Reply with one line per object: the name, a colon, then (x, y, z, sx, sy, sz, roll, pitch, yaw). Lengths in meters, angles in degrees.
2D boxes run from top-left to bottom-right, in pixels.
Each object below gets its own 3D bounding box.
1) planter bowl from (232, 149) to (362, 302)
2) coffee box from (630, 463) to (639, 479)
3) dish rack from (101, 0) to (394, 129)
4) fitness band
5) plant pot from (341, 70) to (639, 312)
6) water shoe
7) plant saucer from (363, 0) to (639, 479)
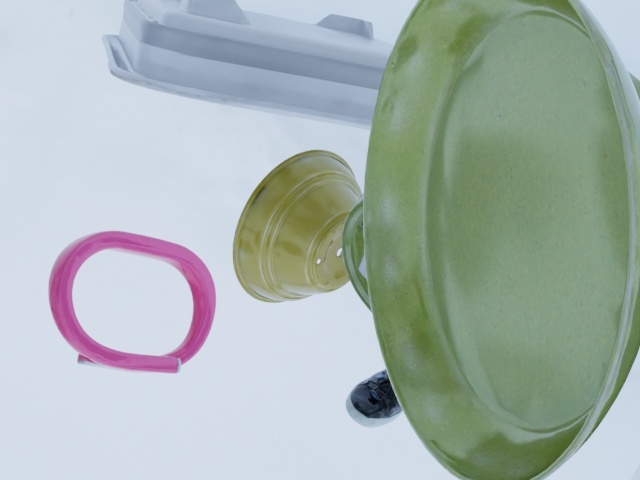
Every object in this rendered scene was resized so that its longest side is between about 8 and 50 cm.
planter bowl: (0.000, 0.000, 1.293, 0.090, 0.217, 0.217, 30, 124, 39)
coffee box: (0.486, 0.135, 0.770, 0.338, 0.334, 0.338, 33, 136, 18)
dish rack: (-0.032, -0.159, 0.839, 0.286, 0.333, 0.072, 7, 104, -16)
fitness band: (-0.280, 0.095, 1.540, 0.054, 0.291, 0.209, -6, 75, 45)
plant pot: (0.170, -0.024, 1.007, 0.275, 0.294, 0.274, 25, 128, 38)
water shoe: (0.116, 0.195, 1.440, 0.073, 0.203, 0.080, 43, 133, 27)
plant saucer: (0.082, -0.008, 0.466, 0.241, 0.037, 0.240, 179, 90, -69)
